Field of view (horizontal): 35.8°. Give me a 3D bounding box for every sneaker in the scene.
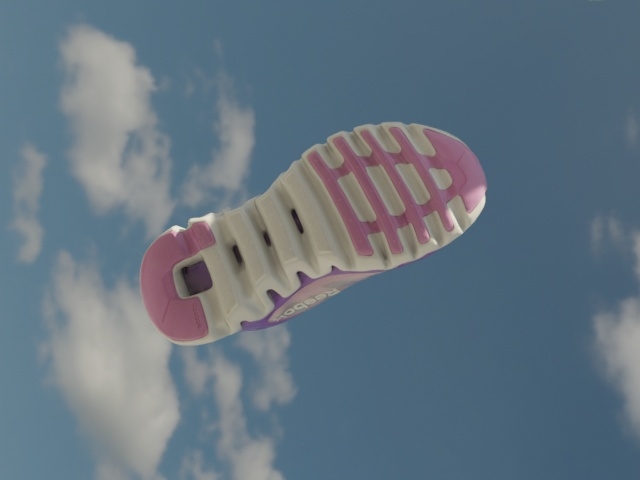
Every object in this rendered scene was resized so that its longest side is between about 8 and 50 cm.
[{"bbox_3d":[0.000,0.000,0.667,0.236,0.104,0.095,-24,-107,11],"label":"sneaker"}]
